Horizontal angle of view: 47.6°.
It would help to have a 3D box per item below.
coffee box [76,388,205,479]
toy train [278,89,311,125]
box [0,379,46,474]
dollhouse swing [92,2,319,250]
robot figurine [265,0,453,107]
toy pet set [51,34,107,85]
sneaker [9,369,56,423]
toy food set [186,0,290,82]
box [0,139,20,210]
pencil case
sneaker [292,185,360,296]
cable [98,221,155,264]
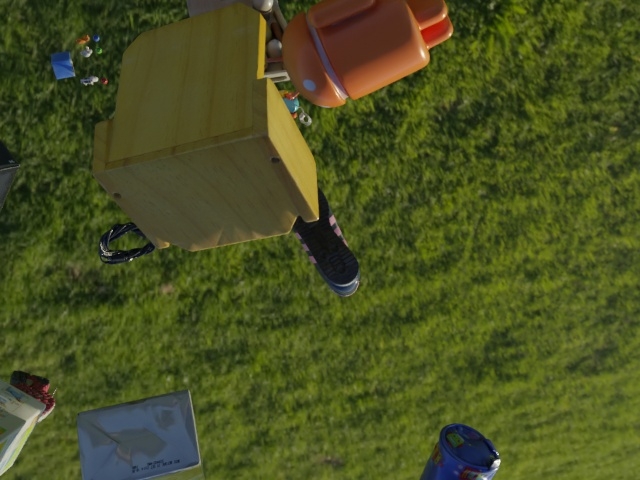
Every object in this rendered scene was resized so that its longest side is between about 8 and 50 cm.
[{"bbox_3d":[-0.234,0.287,0.983,0.141,0.098,0.246,-9,158,-12],"label":"coffee box"},{"bbox_3d":[-0.085,-0.283,1.694,0.125,0.046,0.166,52,136,-8],"label":"toy train"},{"bbox_3d":[-0.492,0.282,1.029,0.103,0.203,0.114,31,90,-3],"label":"box"},{"bbox_3d":[-0.199,-0.207,1.370,0.346,0.305,0.315,-11,138,20],"label":"dollhouse swing"},{"bbox_3d":[0.047,-0.242,0.887,0.219,0.158,0.128,-23,107,12],"label":"robot figurine"},{"bbox_3d":[-0.577,-0.432,1.728,0.114,0.122,0.065,-12,178,-9],"label":"toy pet set"},{"bbox_3d":[-0.697,0.399,1.713,0.120,0.299,0.112,20,87,-16],"label":"sneaker"},{"bbox_3d":[-0.158,-0.471,1.638,0.219,0.306,0.092,-13,149,-17],"label":"toy food set"},{"bbox_3d":[-0.719,-0.173,1.409,0.103,0.261,0.184,-27,163,-52],"label":"box"},{"bbox_3d":[0.254,0.502,1.438,0.133,0.119,0.306,7,119,-17],"label":"pencil case"},{"bbox_3d":[0.000,0.000,1.771,0.112,0.319,0.131,-22,152,-4],"label":"sneaker"},{"bbox_3d":[-0.553,0.001,2.109,0.184,0.047,0.151,-11,138,-25],"label":"cable"}]
